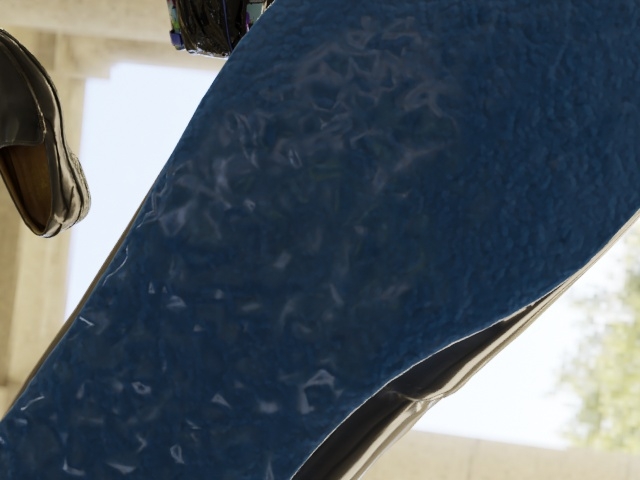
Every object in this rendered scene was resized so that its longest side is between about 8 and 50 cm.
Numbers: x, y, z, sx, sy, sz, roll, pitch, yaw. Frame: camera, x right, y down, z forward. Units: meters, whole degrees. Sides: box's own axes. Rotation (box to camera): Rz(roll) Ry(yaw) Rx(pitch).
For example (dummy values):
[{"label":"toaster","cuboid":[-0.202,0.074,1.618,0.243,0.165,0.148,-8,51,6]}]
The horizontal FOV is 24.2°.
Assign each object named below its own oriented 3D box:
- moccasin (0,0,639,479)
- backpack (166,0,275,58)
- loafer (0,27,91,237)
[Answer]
[{"label":"moccasin","cuboid":[0.000,0.000,0.485,0.342,0.137,0.117,-43,-6,14]},{"label":"backpack","cuboid":[-0.082,-0.278,1.461,0.158,0.117,0.173,-35,-56,-42]},{"label":"loafer","cuboid":[-0.229,-0.082,1.149,0.170,0.062,0.061,65,-162,-13]}]
